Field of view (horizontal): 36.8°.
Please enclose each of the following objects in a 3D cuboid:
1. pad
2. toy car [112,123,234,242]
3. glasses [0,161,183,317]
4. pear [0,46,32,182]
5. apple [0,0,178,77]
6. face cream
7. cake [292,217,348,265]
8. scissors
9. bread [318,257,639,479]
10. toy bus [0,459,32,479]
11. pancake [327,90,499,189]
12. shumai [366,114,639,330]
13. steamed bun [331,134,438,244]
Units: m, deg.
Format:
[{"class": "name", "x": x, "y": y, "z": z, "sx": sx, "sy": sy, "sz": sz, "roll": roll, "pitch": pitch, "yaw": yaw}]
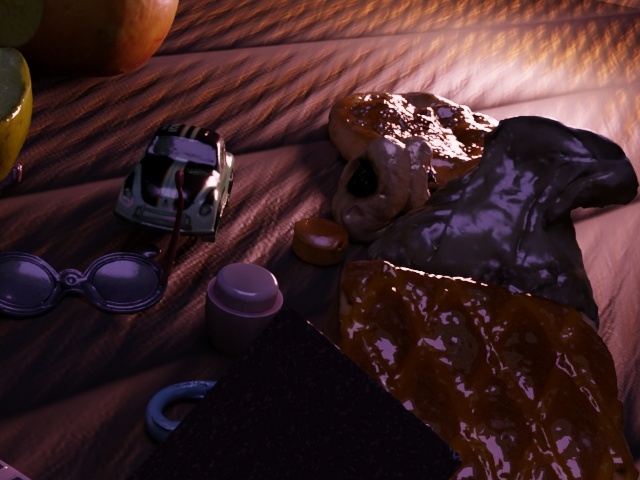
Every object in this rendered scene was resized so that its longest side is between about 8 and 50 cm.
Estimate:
[{"class": "pad", "x": -0.069, "y": 0.230, "z": 0.766, "sx": 0.220, "sy": 0.330, "sz": 0.004, "roll": 39, "pitch": -6, "yaw": 36}, {"class": "toy car", "x": -0.193, "y": -0.092, "z": 1.339, "sx": 0.136, "sy": 0.125, "sz": 0.306, "roll": 12, "pitch": 16, "yaw": -3}, {"class": "glasses", "x": -0.266, "y": -0.023, "z": 1.095, "sx": 0.234, "sy": 0.268, "sz": 0.118, "roll": 2, "pitch": 50, "yaw": -23}, {"class": "pear", "x": -0.502, "y": -0.117, "z": 1.242, "sx": 0.286, "sy": 0.176, "sz": 0.282, "roll": -8, "pitch": 38, "yaw": -26}, {"class": "apple", "x": -0.441, "y": -0.477, "z": 1.704, "sx": 0.384, "sy": 0.374, "sz": 0.374, "roll": 13, "pitch": 30, "yaw": -2}, {"class": "face cream", "x": -0.093, "y": 0.083, "z": 1.148, "sx": 0.091, "sy": 0.095, "sz": 0.091, "roll": 10, "pitch": 30, "yaw": -6}, {"class": "cake", "x": 0.000, "y": 0.000, "z": 1.379, "sx": 0.084, "sy": 0.044, "sz": 0.084, "roll": 10, "pitch": 29, "yaw": -5}, {"class": "scissors", "x": -0.027, "y": 0.175, "z": 1.084, "sx": 0.180, "sy": 0.032, "sz": 0.393, "roll": 34, "pitch": 35, "yaw": 30}, {"class": "bread", "x": 0.124, "y": 0.188, "z": 0.919, "sx": 0.279, "sy": 0.207, "sz": 0.279, "roll": 14, "pitch": 37, "yaw": -5}, {"class": "toy bus", "x": -0.282, "y": 0.237, "z": 0.843, "sx": 0.123, "sy": 0.060, "sz": 0.075, "roll": 27, "pitch": 28, "yaw": 17}, {"class": "pancake", "x": 0.193, "y": -0.196, "z": 1.752, "sx": 0.387, "sy": 0.082, "sz": 0.387, "roll": 8, "pitch": 28, "yaw": -4}, {"class": "shumai", "x": 0.245, "y": -0.029, "z": 1.285, "sx": 0.330, "sy": 0.288, "sz": 0.292, "roll": 12, "pitch": 31, "yaw": -7}, {"class": "steamed bun", "x": 0.110, "y": -0.087, "z": 1.461, "sx": 0.172, "sy": 0.155, "sz": 0.141, "roll": 3, "pitch": 33, "yaw": -17}]
